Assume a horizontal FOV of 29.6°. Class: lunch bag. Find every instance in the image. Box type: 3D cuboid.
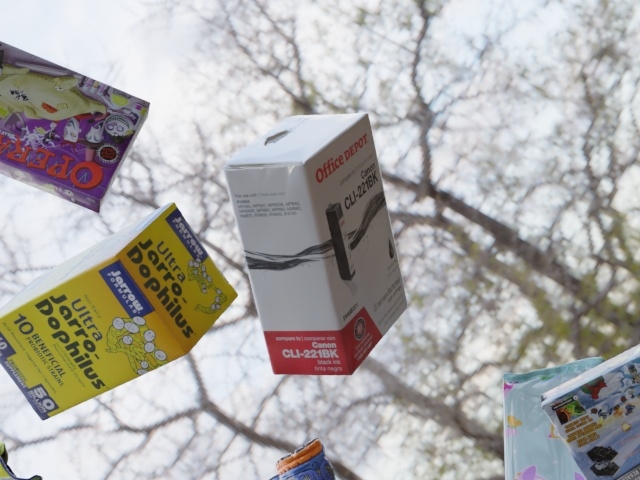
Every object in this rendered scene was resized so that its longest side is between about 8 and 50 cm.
[{"bbox_3d":[0.312,0.293,1.417,0.262,0.160,0.223,50,-145,-48],"label":"lunch bag"}]

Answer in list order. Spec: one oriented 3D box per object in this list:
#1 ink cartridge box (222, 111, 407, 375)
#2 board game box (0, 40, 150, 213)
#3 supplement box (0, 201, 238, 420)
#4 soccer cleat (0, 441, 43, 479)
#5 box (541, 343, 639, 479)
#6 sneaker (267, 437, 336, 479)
[{"bbox_3d":[0.000,0.000,1.477,0.197,0.114,0.273,-43,-55,-56],"label":"ink cartridge box"},{"bbox_3d":[-0.459,-0.193,1.860,0.056,0.346,0.208,117,174,-61],"label":"board game box"},{"bbox_3d":[-0.348,0.119,1.974,0.356,0.194,0.195,-27,14,33],"label":"supplement box"},{"bbox_3d":[-0.616,0.398,2.157,0.121,0.289,0.093,-60,-20,-10],"label":"soccer cleat"},{"bbox_3d":[0.236,0.119,0.845,0.137,0.094,0.027,-29,5,15],"label":"box"},{"bbox_3d":[-0.024,0.348,1.666,0.083,0.087,0.221,-26,-20,-17],"label":"sneaker"}]
